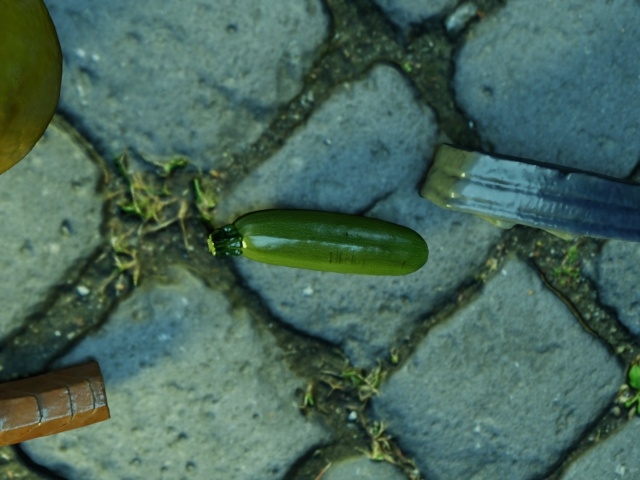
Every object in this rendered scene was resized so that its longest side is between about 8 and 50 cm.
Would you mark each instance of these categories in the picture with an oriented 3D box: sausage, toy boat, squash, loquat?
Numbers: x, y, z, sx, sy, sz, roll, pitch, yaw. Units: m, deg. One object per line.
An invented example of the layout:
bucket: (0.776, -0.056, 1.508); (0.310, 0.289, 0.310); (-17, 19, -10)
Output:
sausage: (-0.304, 0.174, 0.988); (0.169, 0.065, 0.065); (-12, 111, -14)
toy boat: (0.253, -0.047, 1.071); (0.283, 0.127, 0.078); (8, 98, -19)
squash: (0.000, 0.000, 1.032); (0.252, 0.066, 0.066); (7, 105, -21)
loquat: (-0.315, -0.135, 0.818); (0.176, 0.187, 0.234); (38, 103, 8)
